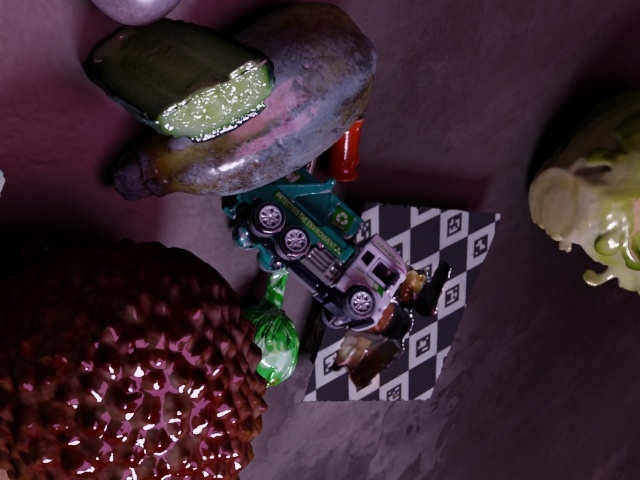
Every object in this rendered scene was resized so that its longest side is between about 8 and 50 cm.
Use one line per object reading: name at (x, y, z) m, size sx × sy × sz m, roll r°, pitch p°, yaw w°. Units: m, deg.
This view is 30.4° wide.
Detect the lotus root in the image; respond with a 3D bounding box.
lotus root at (-0.074, -0.133, 1.260) m, size 0.322 × 0.140 × 0.158 m, roll -38°, pitch 134°, yaw -22°

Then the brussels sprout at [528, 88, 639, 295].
brussels sprout at (0.499, -0.084, 1.778) m, size 0.371 × 0.276 × 0.315 m, roll 0°, pitch 124°, yaw -38°

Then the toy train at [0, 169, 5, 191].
toy train at (-0.360, -0.095, 1.001) m, size 0.081 × 0.125 × 0.194 m, roll -54°, pitch 139°, yaw -15°

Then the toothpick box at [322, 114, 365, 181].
toothpick box at (0.028, -0.115, 1.441) m, size 0.047 × 0.047 × 0.083 m, roll -17°, pitch 123°, yaw -39°

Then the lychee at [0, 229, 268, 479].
lychee at (-0.201, 0.136, 1.152) m, size 0.306 × 0.306 × 0.330 m, roll -22°, pitch 87°, yaw -36°

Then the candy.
candy at (-0.045, 0.021, 1.432) m, size 0.097 × 0.097 × 0.323 m, roll 11°, pitch 95°, yaw -48°

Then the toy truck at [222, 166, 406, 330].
toy truck at (0.000, 0.000, 1.358) m, size 0.216 × 0.110 × 0.116 m, roll 41°, pitch 70°, yaw -6°

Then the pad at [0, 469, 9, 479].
pad at (-0.364, 0.361, 1.268) m, size 0.286 × 0.018 × 0.284 m, roll -65°, pitch 154°, yaw 3°

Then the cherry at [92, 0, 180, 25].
cherry at (-0.165, -0.299, 1.115) m, size 0.148 × 0.115 × 0.188 m, roll 33°, pitch 76°, yaw -10°

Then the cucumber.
cucumber at (-0.139, -0.152, 1.144) m, size 0.115 × 0.193 × 0.086 m, roll -50°, pitch 146°, yaw -13°

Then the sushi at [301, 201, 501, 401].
sushi at (0.096, 0.076, 1.602) m, size 0.294 × 0.059 × 0.292 m, roll 7°, pitch 106°, yaw -47°
